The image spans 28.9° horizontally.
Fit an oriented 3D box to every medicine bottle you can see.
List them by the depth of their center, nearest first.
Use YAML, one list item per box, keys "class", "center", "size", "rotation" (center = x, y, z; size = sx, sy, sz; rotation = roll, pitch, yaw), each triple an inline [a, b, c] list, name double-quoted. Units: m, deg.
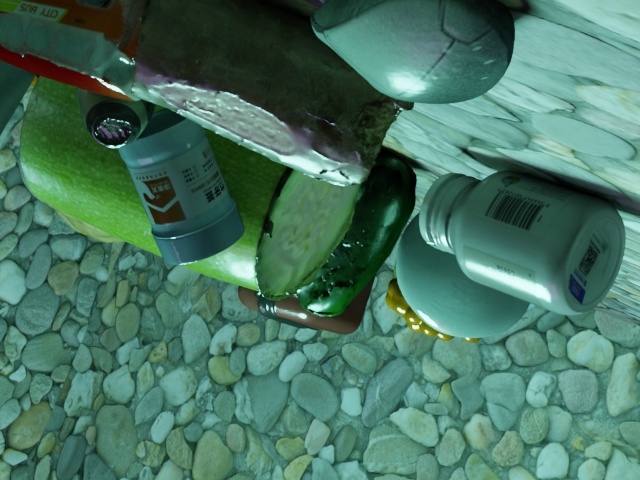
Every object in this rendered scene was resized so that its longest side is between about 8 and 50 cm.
- class: "medicine bottle"
  center: [0.221, -0.008, 1.401]
  size: [0.215, 0.135, 0.135]
  rotation: [22, 179, 41]

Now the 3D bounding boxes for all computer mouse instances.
- class: "computer mouse"
  center: [0.054, -0.128, 0.831]
  size: [0.113, 0.068, 0.229]
  rotation: [25, 178, -14]

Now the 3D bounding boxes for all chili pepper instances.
- class: "chili pepper"
  center: [0.001, -0.032, 1.801]
  size: [0.233, 0.257, 0.248]
  rotation: [24, -175, 1]

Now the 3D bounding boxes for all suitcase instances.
- class: "suitcase"
  center: [0.000, 0.000, 2.043]
  size: [0.161, 0.297, 0.236]
  rotation: [14, 175, 26]

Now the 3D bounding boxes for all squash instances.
- class: "squash"
  center: [-0.162, -0.100, 1.591]
  size: [0.384, 0.263, 0.263]
  rotation: [23, 179, 21]

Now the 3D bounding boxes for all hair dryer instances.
- class: "hair dryer"
  center: [-0.169, -0.199, 1.358]
  size: [0.219, 0.225, 0.088]
  rotation: [-124, 18, -47]

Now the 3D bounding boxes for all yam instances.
- class: "yam"
  center: [-0.045, -0.138, 1.050]
  size: [0.238, 0.129, 0.128]
  rotation: [23, 144, -7]

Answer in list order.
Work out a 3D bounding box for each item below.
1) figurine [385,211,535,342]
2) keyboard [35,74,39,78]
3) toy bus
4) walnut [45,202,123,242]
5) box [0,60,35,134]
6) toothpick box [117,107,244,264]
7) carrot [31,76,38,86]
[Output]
- class: "figurine"
  center: [0.189, 0.013, 1.909]
  size: [0.224, 0.205, 0.382]
  rotation: [-6, -163, -10]
- class: "keyboard"
  center: [-0.446, -0.298, 1.880]
  size: [0.198, 0.010, 0.063]
  rotation: [52, -158, 25]
- class: "toy bus"
  center: [-0.257, -0.221, 1.248]
  size: [0.265, 0.120, 0.121]
  rotation: [20, 175, 29]
- class: "walnut"
  center: [-0.335, -0.152, 2.029]
  size: [0.285, 0.296, 0.285]
  rotation: [53, -161, -27]
- class: "box"
  center: [-0.645, -0.282, 1.849]
  size: [0.251, 0.204, 0.345]
  rotation: [17, 163, 30]
- class: "toothpick box"
  center: [-0.156, -0.062, 1.376]
  size: [0.101, 0.101, 0.153]
  rotation: [21, 136, 59]
- class: "carrot"
  center: [-0.539, -0.345, 2.071]
  size: [0.307, 0.100, 0.258]
  rotation: [12, 170, 41]
